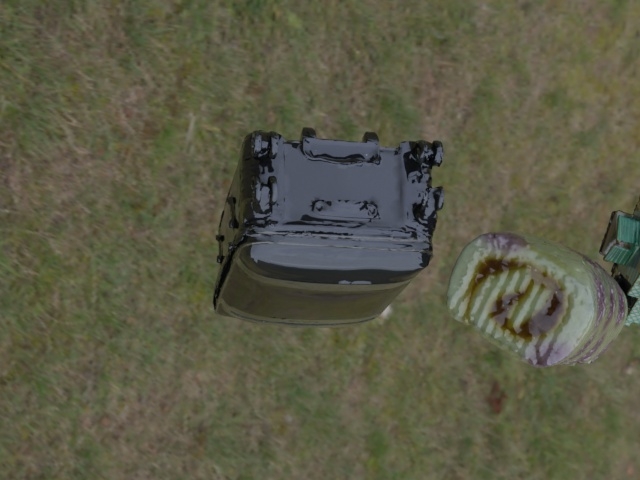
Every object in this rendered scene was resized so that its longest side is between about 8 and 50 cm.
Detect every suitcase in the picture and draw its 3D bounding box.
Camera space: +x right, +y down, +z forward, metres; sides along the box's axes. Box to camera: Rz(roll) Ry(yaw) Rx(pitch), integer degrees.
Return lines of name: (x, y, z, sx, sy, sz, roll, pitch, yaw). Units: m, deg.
suitcase: (0.000, 0.000, 1.493, 0.283, 0.434, 0.194, 3, 72, -11)

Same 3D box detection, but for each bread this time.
bread: (0.298, 0.077, 1.447, 0.155, 0.187, 0.338, -61, 158, 8)

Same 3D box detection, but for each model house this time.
model house: (0.546, 0.026, 1.705, 0.178, 0.206, 0.271, 19, 103, -1)
